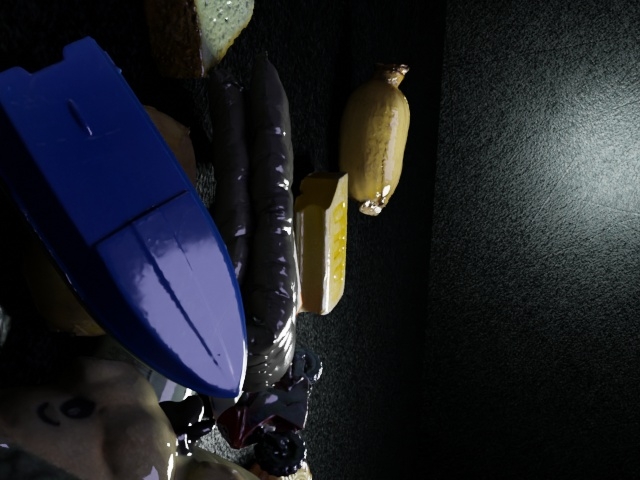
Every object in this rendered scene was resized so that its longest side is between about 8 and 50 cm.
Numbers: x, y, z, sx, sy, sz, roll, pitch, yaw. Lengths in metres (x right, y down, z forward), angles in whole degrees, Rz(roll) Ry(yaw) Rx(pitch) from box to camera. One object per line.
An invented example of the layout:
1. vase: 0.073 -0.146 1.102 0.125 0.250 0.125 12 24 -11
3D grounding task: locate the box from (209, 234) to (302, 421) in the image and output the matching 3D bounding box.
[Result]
1. box: -0.099 0.075 1.129 0.273 0.048 0.265 -60 153 -49

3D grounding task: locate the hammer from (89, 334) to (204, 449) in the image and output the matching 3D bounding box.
1. hammer: -0.174 0.192 0.860 0.305 0.113 0.202 85 21 -61

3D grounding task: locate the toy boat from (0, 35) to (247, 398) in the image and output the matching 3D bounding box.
1. toy boat: -0.145 0.001 0.614 0.129 0.088 0.295 -36 98 -32

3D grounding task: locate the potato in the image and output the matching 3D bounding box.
1. potato: -0.185 -0.032 0.711 0.138 0.098 0.243 37 60 -70

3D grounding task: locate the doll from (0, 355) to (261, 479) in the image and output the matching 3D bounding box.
1. doll: -0.149 0.228 0.595 0.349 0.247 0.247 34 55 -27

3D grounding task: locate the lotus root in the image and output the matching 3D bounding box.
1. lotus root: 0.101 -0.202 1.559 0.146 0.130 0.303 -9 108 -72

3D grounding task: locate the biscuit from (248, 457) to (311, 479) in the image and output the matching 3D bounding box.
1. biscuit: -0.083 0.469 1.291 0.259 0.079 0.259 6 90 -74

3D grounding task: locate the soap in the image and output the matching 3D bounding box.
1. soap: 0.000 0.000 1.397 0.140 0.073 0.232 -46 140 -71

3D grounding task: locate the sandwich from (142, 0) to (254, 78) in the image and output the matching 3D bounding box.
1. sandwich: -0.134 -0.299 0.826 0.186 0.065 0.215 -65 157 -47

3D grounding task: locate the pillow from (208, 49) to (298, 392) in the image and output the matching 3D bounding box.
1. pillow: -0.074 -0.009 0.879 0.228 0.101 0.326 92 -7 -70

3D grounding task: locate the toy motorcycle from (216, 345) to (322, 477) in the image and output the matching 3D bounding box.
1. toy motorcycle: -0.068 0.218 1.063 0.213 0.122 0.082 -76 -172 -51
